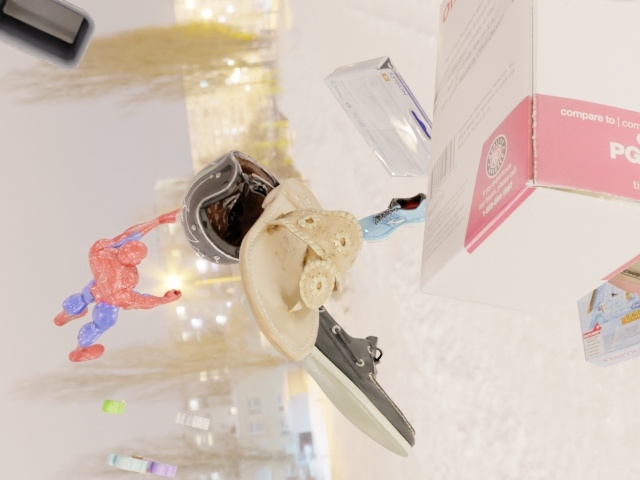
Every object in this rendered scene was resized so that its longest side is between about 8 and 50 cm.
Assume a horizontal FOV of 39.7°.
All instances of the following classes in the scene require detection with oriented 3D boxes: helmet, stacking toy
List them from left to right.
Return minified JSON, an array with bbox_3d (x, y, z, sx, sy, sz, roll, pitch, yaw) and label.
[{"bbox_3d":[-0.247,0.318,1.246,0.221,0.052,0.167,31,-113,-56],"label":"stacking toy"},{"bbox_3d":[-0.145,-0.045,1.405,0.161,0.169,0.169,-49,10,12],"label":"helmet"}]

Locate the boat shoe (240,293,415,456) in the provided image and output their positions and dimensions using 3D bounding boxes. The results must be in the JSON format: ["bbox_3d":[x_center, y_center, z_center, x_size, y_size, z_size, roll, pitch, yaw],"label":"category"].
[{"bbox_3d":[0.035,0.172,1.330,0.340,0.113,0.127,42,157,11],"label":"boat shoe"}]

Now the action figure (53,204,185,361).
[{"bbox_3d":[-0.227,0.053,1.062,0.092,0.139,0.280,62,148,10],"label":"action figure"}]

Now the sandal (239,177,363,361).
[{"bbox_3d":[-0.004,-0.005,0.723,0.088,0.079,0.240,47,-160,-20],"label":"sandal"}]

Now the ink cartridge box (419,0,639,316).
[{"bbox_3d":[0.166,-0.112,0.661,0.207,0.117,0.283,119,160,-65],"label":"ink cartridge box"}]

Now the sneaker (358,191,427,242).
[{"bbox_3d":[0.134,-0.053,1.677,0.073,0.162,0.063,67,-176,-47],"label":"sneaker"}]

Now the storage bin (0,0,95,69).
[{"bbox_3d":[-0.373,-0.305,1.189,0.098,0.135,0.091,-60,22,17],"label":"storage bin"}]

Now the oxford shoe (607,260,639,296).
[{"bbox_3d":[0.349,-0.053,0.935,0.397,0.140,0.147,-87,-4,-68],"label":"oxford shoe"}]

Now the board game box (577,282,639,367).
[{"bbox_3d":[0.650,0.055,1.746,0.318,0.065,0.318,-29,50,43],"label":"board game box"}]

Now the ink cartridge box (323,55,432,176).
[{"bbox_3d":[0.130,-0.198,1.450,0.223,0.045,0.224,53,161,-22],"label":"ink cartridge box"}]
